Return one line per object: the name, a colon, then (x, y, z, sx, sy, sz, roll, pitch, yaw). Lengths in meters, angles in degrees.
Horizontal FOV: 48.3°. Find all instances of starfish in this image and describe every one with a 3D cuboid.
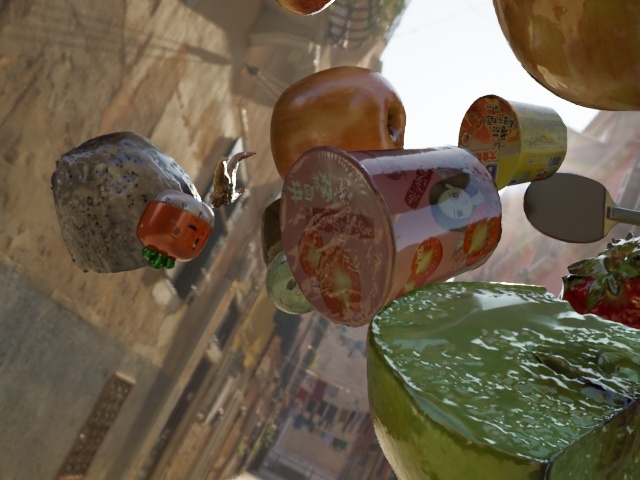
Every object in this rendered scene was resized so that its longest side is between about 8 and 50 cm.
starfish: (-0.209, -0.140, 1.622, 0.050, 0.138, 0.247, 22, 15, 3)

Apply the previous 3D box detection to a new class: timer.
timer: (-0.235, -0.012, 1.112, 0.136, 0.136, 0.099, 6, -32, 52)

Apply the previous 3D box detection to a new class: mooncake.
mooncake: (0.000, 0.000, 1.708, 0.285, 0.155, 0.284, -7, -31, -4)

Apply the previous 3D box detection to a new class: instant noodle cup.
instant noodle cup: (0.404, -0.201, 1.479, 0.153, 0.204, 0.205, -5, -3, -24)
instant noodle cup: (0.101, -0.024, 0.987, 0.231, 0.242, 0.243, -13, 10, -35)

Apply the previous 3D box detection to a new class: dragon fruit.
dragon fruit: (-0.352, -0.093, 1.361, 0.204, 0.283, 0.221, -5, -61, 20)

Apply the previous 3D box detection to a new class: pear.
pear: (0.148, 0.155, 0.630, 0.287, 0.176, 0.282, -14, 27, -39)

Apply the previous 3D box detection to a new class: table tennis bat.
table tennis bat: (0.593, -0.066, 1.549, 0.301, 0.173, 0.022, 10, -24, 6)

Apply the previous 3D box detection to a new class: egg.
egg: (-0.031, 0.063, 1.352, 0.131, 0.164, 0.131, 31, 18, -11)

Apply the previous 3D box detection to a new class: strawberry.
strawberry: (0.517, 0.128, 1.106, 0.276, 0.257, 0.257, 63, -24, -8)

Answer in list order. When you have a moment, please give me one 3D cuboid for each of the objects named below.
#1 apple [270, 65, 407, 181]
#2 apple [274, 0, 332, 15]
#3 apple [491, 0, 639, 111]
apple: (0.042, -0.190, 1.264, 0.241, 0.242, 0.242, 1, -29, 42)
apple: (-0.033, -0.620, 1.625, 0.164, 0.209, 0.209, 41, -9, 26)
apple: (0.388, -0.352, 0.859, 0.392, 0.391, 0.346, 14, -24, 38)
